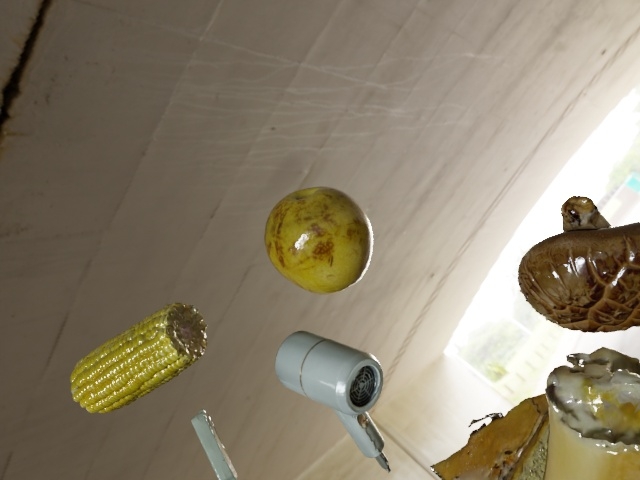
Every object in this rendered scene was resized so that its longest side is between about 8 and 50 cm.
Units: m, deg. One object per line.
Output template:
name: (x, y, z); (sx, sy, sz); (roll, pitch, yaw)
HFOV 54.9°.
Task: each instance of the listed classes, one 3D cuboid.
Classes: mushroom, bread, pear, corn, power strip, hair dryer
mushroom: (0.211, 0.026, 0.455); (0.085, 0.126, 0.109); (-72, -34, -58)
bread: (0.498, 0.339, 0.864); (0.250, 0.361, 0.394); (-49, -40, -52)
pear: (0.000, 0.000, 1.538); (0.281, 0.280, 0.281); (-43, -22, -21)
corn: (-0.250, 0.164, 0.830); (0.244, 0.093, 0.093); (-33, -7, 34)
power strip: (-0.105, 0.208, 0.612); (0.017, 0.083, 0.027); (-27, -17, -6)
hair dryer: (0.069, 0.314, 1.101); (0.107, 0.173, 0.357); (-47, -55, -25)
bread: (0.425, 0.467, 1.347); (0.315, 0.248, 0.279); (-56, 15, -15)
